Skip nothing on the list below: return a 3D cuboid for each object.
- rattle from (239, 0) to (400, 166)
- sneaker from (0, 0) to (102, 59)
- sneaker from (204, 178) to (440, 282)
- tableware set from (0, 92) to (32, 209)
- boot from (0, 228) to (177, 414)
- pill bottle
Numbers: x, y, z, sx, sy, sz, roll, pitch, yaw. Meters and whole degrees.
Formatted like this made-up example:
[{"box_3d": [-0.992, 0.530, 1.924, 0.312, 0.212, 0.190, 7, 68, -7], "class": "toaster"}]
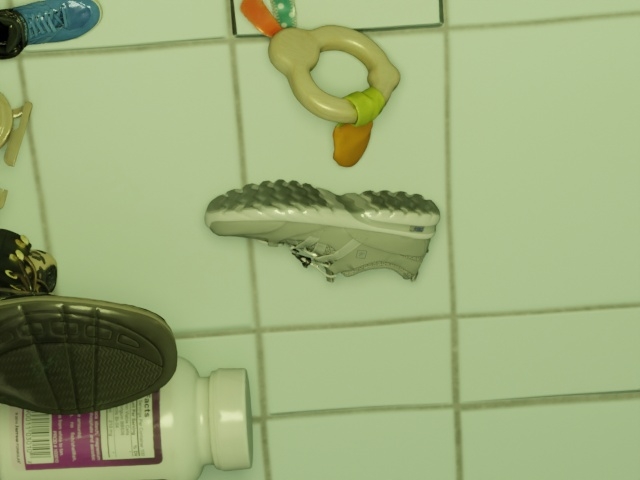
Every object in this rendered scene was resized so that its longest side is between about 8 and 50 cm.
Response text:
[{"box_3d": [-0.014, -0.196, 1.717, 0.200, 0.143, 0.130, 29, 76, 3], "class": "rattle"}, {"box_3d": [-0.325, -0.242, 1.660, 0.152, 0.084, 0.058, -6, 111, 0], "class": "sneaker"}, {"box_3d": [0.000, 0.000, 1.752, 0.281, 0.105, 0.115, 6, 111, -4], "class": "sneaker"}, {"box_3d": [-0.411, -0.085, 1.714, 0.128, 0.039, 0.194, 15, 84, 14], "class": "tableware set"}, {"box_3d": [-0.344, 0.084, 1.679, 0.377, 0.284, 0.138, -6, 111, 2], "class": "boot"}, {"box_3d": [-0.237, 0.228, 1.801, 0.301, 0.169, 0.169, -3, 111, 0], "class": "pill bottle"}]
